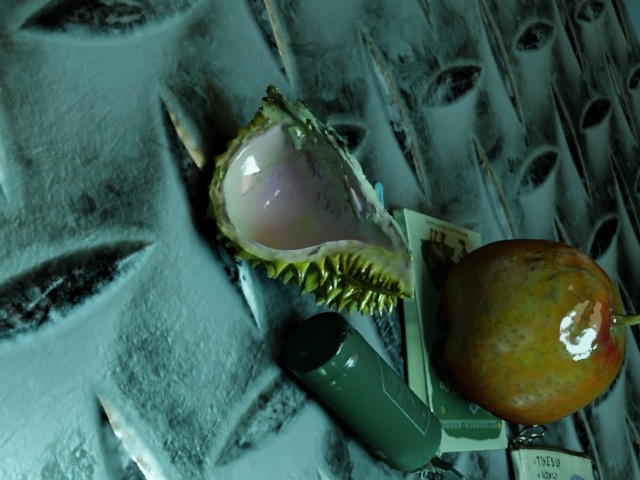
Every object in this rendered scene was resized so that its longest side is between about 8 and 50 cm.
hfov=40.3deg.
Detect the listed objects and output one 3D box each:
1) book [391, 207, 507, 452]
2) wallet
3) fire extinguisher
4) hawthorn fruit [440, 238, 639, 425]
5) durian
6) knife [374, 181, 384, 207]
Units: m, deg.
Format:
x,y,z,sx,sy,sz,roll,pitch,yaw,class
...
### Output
x,y,z,sx,sy,sz,roll,pitch,yaw,class
0.211,0.146,1.389,0.260,0.043,0.371,14,67,-51,book
0.431,0.479,1.539,0.335,0.068,0.275,25,57,-48,wallet
0.082,0.221,1.135,0.095,0.114,0.311,-52,125,-18,fire extinguisher
0.332,0.127,1.272,0.277,0.298,0.277,21,62,-46,hawthorn fruit
-0.007,-0.004,1.049,0.305,0.185,0.196,45,-9,17,durian
0.093,-0.044,1.324,0.027,0.010,0.096,14,67,-51,knife
